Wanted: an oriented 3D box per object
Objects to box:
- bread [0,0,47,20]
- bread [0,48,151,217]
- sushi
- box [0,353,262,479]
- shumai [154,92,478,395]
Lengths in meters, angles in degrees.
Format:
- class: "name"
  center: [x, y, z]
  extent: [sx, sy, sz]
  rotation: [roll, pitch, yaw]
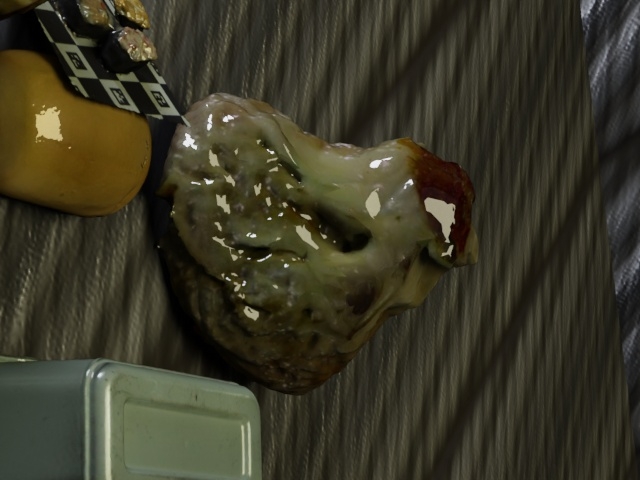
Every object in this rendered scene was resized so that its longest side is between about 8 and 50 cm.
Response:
- class: "bread"
  center: [-0.281, -0.315, 1.599]
  extent: [0.142, 0.227, 0.253]
  rotation: [46, 52, -44]
- class: "bread"
  center: [-0.235, -0.101, 1.776]
  extent: [0.217, 0.098, 0.147]
  rotation: [9, 72, -62]
- class: "sushi"
  center: [-0.206, -0.215, 1.810]
  extent: [0.192, 0.040, 0.210]
  rotation: [11, 45, -61]
- class: "box"
  center: [-0.191, 0.188, 1.695]
  extent: [0.312, 0.182, 0.175]
  rotation: [19, 67, -60]
- class: "shumai"
  center: [0.003, 0.000, 1.998]
  extent: [0.217, 0.283, 0.346]
  rotation: [-41, 122, -59]
